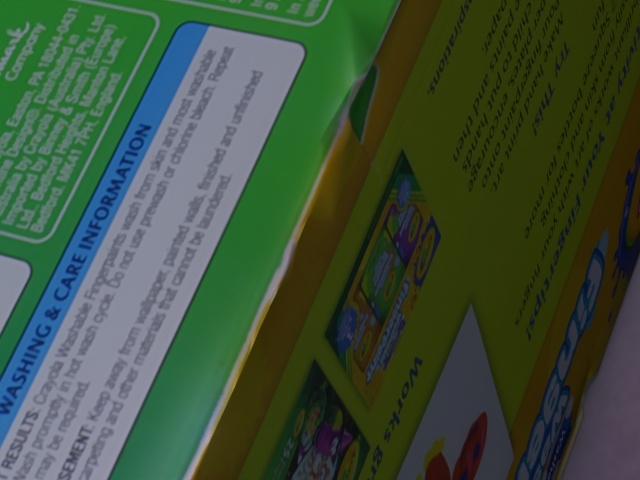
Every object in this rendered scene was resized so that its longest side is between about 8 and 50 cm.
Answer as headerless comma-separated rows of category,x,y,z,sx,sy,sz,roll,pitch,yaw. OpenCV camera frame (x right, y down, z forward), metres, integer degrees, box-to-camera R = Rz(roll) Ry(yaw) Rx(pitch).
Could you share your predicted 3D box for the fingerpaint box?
fingerpaint box,0.000,0.000,0.691,0.163,0.371,0.445,14,66,23
